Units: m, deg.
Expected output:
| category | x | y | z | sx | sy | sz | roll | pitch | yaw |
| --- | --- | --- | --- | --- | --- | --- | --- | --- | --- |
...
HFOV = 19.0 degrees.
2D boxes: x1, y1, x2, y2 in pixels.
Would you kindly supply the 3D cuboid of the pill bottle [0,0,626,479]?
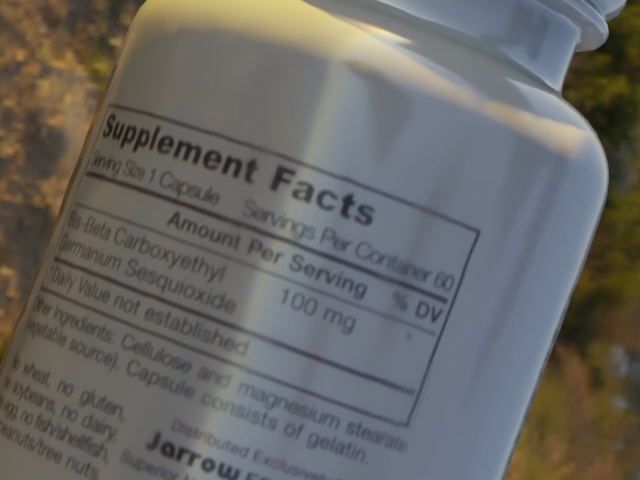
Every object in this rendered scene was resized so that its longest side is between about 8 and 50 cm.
| category | x | y | z | sx | sy | sz | roll | pitch | yaw |
| --- | --- | --- | --- | --- | --- | --- | --- | --- | --- |
| pill bottle | 0.000 | 0.000 | 0.489 | 0.229 | 0.131 | 0.131 | -69 | 159 | -3 |
